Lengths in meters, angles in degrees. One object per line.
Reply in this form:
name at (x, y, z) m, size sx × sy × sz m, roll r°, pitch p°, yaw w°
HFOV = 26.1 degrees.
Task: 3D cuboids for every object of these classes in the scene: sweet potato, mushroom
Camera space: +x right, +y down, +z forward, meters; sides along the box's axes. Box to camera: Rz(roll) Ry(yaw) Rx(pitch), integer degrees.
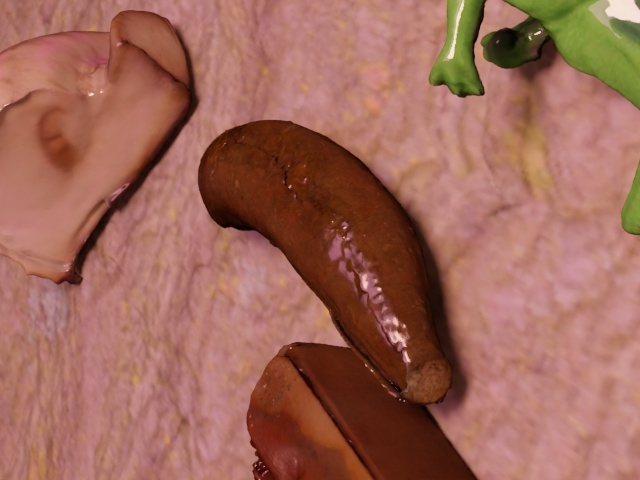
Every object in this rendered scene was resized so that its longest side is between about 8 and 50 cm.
sweet potato at (0.006, -0.001, 0.892) m, size 0.286 × 0.085 × 0.112 m, roll 44°, pitch 135°, yaw 40°
mushroom at (-0.236, -0.115, 1.142) m, size 0.236 × 0.162 × 0.173 m, roll -51°, pitch 47°, yaw 26°

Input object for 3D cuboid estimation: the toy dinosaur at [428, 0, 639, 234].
toy dinosaur at (0.185, -0.281, 0.709) m, size 0.374 × 0.144 × 0.500 m, roll 45°, pitch 119°, yaw 41°

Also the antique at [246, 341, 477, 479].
antique at (0.054, 0.186, 0.771) m, size 0.093 × 0.087 × 0.310 m, roll -59°, pitch 43°, yaw 22°
